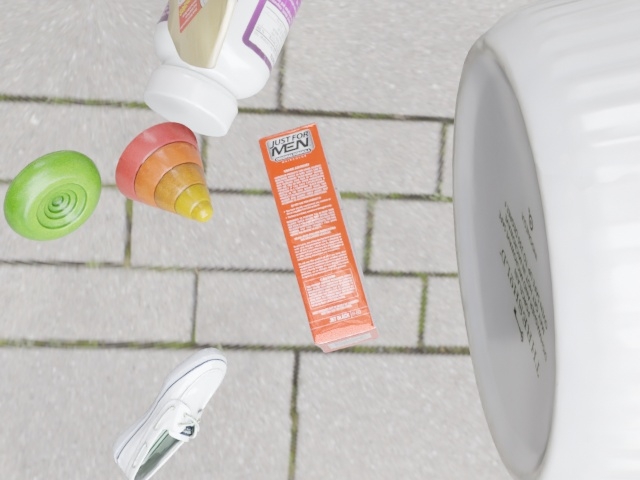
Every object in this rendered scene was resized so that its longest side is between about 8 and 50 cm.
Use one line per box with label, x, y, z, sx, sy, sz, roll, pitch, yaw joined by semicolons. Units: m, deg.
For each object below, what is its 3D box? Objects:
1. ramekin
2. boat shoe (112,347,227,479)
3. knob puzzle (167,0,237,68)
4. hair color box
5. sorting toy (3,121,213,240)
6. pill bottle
ramekin;0.143;0.005;0.551;0.127;0.273;0.272;-5;103;-4
boat shoe;-0.201;0.255;1.672;0.083;0.076;0.226;24;111;-46
knob puzzle;-0.114;-0.268;1.238;0.030;0.213;0.213;5;101;-28
hair color box;0.000;0.000;0.787;0.043;0.072;0.141;-16;79;2
sorting toy;-0.271;-0.030;1.408;0.366;0.126;0.127;-20;140;-34
pill bottle;-0.128;-0.303;1.621;0.169;0.169;0.301;27;76;-15
